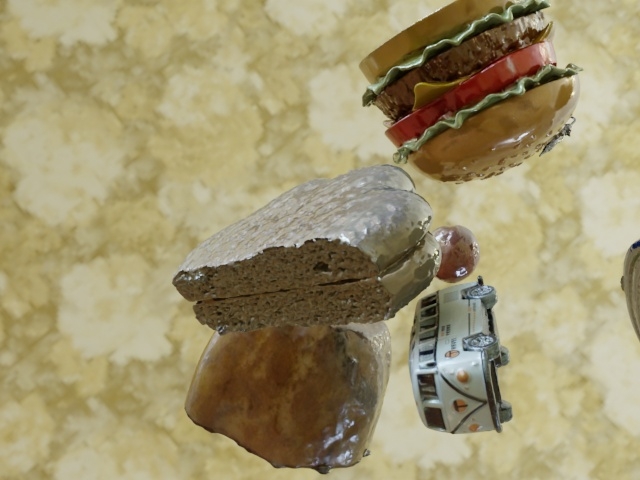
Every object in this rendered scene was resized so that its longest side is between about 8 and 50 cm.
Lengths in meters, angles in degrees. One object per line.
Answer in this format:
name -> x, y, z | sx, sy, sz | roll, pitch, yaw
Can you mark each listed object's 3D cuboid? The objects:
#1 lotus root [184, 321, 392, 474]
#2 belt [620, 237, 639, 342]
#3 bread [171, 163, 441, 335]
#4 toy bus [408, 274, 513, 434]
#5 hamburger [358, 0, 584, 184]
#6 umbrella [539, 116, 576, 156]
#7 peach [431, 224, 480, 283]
lotus root -> -0.010, 0.167, 1.910 | 0.316, 0.316, 0.250 | 38, -63, 29
belt -> 0.382, 0.074, 1.158 | 0.212, 0.117, 0.347 | 50, -7, 28
bread -> 0.001, 0.006, 1.283 | 0.337, 0.183, 0.102 | -9, -63, 50
toy bus -> 0.127, 0.109, 1.180 | 0.194, 0.089, 0.087 | -75, 154, -68
hamburger -> 0.199, -0.187, 1.642 | 0.212, 0.274, 0.274 | 63, -22, 1
umbrella -> 0.317, -0.138, 1.704 | 0.022, 0.122, 0.013 | 22, -50, 18
peach -> 0.183, 0.020, 1.785 | 0.083, 0.083, 0.083 | 41, -24, 23
